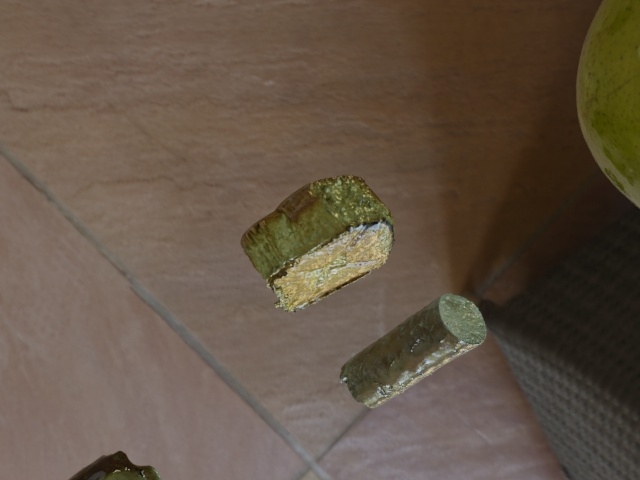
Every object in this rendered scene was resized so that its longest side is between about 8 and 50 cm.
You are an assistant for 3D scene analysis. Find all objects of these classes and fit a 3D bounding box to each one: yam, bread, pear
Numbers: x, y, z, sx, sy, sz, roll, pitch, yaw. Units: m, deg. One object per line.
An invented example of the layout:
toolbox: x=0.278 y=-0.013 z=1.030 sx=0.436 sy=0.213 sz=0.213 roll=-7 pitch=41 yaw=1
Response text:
yam: x=0.131 y=0.168 z=1.725 sx=0.093 sy=0.093 sz=0.259 roll=19 pitch=140 yaw=-30
bread: x=0.000 y=0.000 z=1.091 sx=0.140 sy=0.069 sz=0.128 roll=-32 pitch=159 yaw=2
pear: x=0.350 y=-0.134 z=0.952 sx=0.294 sy=0.294 sz=0.294 roll=-9 pitch=110 yaw=-24

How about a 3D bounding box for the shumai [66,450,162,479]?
shumai: x=-0.294 y=0.461 z=1.844 sx=0.304 sy=0.309 sz=0.263 roll=-14 pitch=81 yaw=-63
